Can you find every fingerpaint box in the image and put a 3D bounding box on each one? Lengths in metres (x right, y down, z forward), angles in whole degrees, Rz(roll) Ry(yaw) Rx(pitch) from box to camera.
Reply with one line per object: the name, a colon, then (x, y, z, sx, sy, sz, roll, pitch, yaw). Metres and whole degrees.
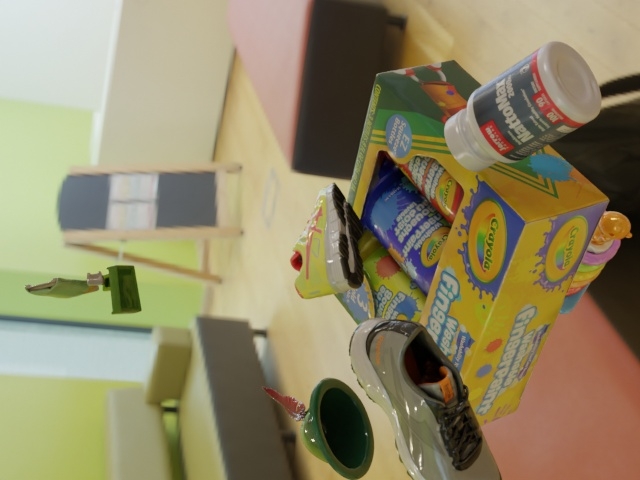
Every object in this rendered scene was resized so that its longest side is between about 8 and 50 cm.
fingerpaint box: (0.196, 0.015, 1.571, 0.371, 0.163, 0.445, 52, 144, 37)

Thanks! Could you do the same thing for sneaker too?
sneaker: (0.000, 0.000, 1.347, 0.094, 0.081, 0.208, -26, 29, 20)
sneaker: (0.138, 0.209, 1.207, 0.108, 0.100, 0.272, -17, 109, 55)

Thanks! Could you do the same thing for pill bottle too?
pill bottle: (0.246, -0.158, 1.268, 0.180, 0.108, 0.108, -32, 50, 43)

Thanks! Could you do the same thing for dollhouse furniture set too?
dollhouse furniture set: (-0.288, 0.072, 1.265, 0.151, 0.076, 0.059, -13, 80, 32)

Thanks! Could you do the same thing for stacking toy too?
stacking toy: (0.452, 0.000, 1.772, 0.166, 0.175, 0.302, -55, 1, -18)

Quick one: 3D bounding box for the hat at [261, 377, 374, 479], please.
hat: (-0.026, 0.340, 1.749, 0.183, 0.173, 0.208, -26, 9, 28)
